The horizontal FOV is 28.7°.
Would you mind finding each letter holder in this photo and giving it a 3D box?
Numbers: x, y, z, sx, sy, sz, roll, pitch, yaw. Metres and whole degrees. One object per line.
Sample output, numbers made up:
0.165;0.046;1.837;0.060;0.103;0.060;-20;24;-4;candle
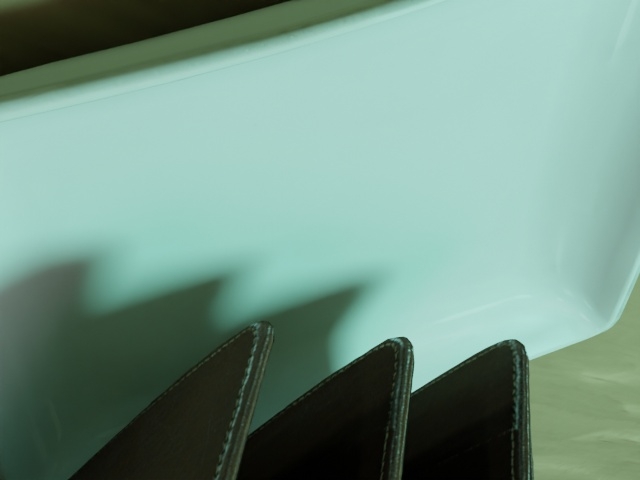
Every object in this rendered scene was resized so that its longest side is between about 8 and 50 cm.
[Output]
-0.053;0.152;0.598;0.152;0.214;0.302;33;129;-18;letter holder

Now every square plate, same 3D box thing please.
0.000;0.000;0.554;0.347;0.049;0.344;-17;151;-9;square plate
